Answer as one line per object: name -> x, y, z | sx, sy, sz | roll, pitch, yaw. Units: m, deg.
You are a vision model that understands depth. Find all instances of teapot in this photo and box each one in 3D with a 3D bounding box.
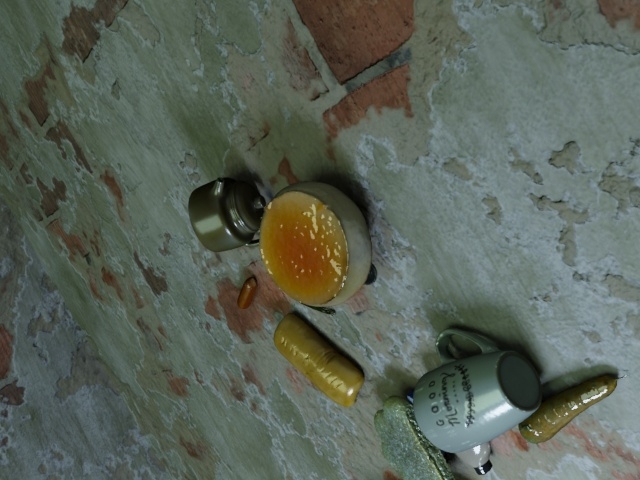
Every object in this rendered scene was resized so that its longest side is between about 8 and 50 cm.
teapot -> -0.216, -0.068, 2.019 | 0.175, 0.186, 0.268 | -16, 138, 24

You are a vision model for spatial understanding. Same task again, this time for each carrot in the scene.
carrot -> 0.503, 0.326, 1.555 | 0.078, 0.078, 0.298 | 50, 137, 11

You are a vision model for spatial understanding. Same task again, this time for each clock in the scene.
clock -> 0.103, 0.074, 1.872 | 0.074, 0.010, 0.083 | 55, 144, 3

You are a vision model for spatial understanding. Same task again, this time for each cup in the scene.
cup -> 0.331, 0.298, 1.662 | 0.234, 0.186, 0.258 | -40, 56, 45

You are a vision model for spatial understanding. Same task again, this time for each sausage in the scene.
sausage -> -0.213, 0.153, 2.272 | 0.039, 0.041, 0.131 | 65, 149, 29

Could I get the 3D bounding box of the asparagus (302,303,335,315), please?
asparagus -> -0.007, 0.181, 2.074 | 0.127, 0.015, 0.018 | 16, 129, 42

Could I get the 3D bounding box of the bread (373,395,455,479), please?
bread -> 0.221, 0.529, 1.952 | 0.286, 0.056, 0.207 | 58, 146, 7

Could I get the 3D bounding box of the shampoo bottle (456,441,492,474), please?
shampoo bottle -> 0.325, 0.432, 1.821 | 0.257, 0.078, 0.127 | 58, 143, -2

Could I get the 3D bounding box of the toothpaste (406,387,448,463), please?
toothpaste -> 0.271, 0.494, 1.951 | 0.066, 0.053, 0.272 | 15, 127, 43

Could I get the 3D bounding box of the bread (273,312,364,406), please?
bread -> -0.011, 0.333, 2.134 | 0.305, 0.091, 0.142 | 38, 134, 23

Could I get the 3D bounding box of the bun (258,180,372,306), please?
bun -> 0.000, 0.000, 1.811 | 0.299, 0.164, 0.299 | 11, 110, 34
